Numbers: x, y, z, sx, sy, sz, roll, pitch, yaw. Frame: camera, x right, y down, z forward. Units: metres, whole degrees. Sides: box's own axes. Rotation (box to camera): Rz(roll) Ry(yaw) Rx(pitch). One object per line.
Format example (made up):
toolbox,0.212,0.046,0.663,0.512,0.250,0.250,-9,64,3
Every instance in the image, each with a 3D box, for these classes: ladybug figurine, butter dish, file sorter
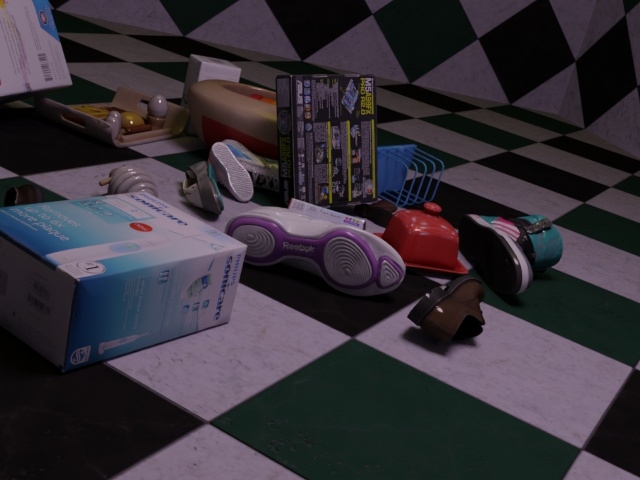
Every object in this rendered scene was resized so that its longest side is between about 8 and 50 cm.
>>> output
ladybug figurine,-0.105,-0.239,1.984,0.449,0.162,0.305,21,17,22
butter dish,0.197,-0.015,1.660,0.160,0.118,0.160,8,21,-17
file sorter,0.190,-0.146,2.021,0.104,0.118,0.170,30,25,31

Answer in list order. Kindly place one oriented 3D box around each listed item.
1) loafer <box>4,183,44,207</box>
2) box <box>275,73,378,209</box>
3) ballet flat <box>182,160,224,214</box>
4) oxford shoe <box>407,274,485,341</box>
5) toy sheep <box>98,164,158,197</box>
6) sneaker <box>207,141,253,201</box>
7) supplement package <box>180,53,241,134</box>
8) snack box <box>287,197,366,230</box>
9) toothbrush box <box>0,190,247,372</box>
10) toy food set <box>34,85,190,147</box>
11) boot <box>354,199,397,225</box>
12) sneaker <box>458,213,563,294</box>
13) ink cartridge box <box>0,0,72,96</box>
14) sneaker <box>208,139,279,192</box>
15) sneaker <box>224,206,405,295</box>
loafer,-0.445,-0.028,1.284,0.078,0.080,0.220,1,21,-27
box,0.016,-0.202,1.786,0.216,0.270,0.060,-9,12,-36
ballet flat,-0.227,-0.094,1.675,0.068,0.072,0.213,-17,24,-5
oxford shoe,0.221,0.118,1.399,0.096,0.083,0.227,42,28,16
toy sheep,-0.329,-0.084,1.529,0.091,0.091,0.132,-6,42,-45
sneaker,-0.185,-0.129,1.780,0.051,0.070,0.134,-28,82,-30
supplement package,-0.275,-0.353,2.154,0.105,0.179,0.105,5,19,-28
snack box,0.010,-0.024,1.596,0.141,0.037,0.100,18,-18,8
toothbrush box,-0.278,0.039,1.158,0.216,0.126,0.295,27,21,31
toy food set,-0.469,-0.301,2.006,0.219,0.092,0.306,22,20,20
boot,0.142,-0.061,1.875,0.106,0.037,0.114,24,17,30
sneaker,0.394,0.026,1.698,0.178,0.124,0.295,1,21,-11
ink cartridge box,-0.695,-0.384,1.820,0.197,0.198,0.270,-10,11,21
sneaker,-0.126,-0.137,1.843,0.237,0.085,0.086,23,48,11
sneaker,0.000,0.000,1.480,0.305,0.114,0.152,17,18,7
